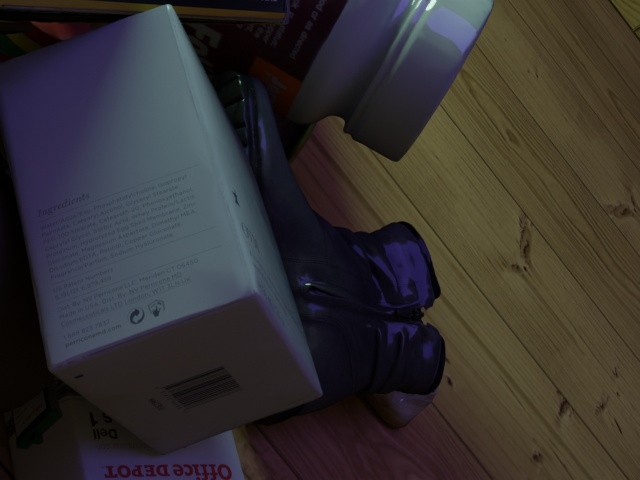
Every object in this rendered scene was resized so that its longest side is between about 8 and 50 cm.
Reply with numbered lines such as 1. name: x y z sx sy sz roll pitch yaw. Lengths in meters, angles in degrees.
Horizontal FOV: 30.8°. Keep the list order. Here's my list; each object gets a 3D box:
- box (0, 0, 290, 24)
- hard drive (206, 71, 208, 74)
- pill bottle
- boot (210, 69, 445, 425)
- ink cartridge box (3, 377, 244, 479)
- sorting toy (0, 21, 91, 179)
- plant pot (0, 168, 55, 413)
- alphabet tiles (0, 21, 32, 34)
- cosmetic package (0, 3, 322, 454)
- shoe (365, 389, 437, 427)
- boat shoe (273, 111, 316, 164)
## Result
1. box: -0.216 -0.199 0.844 0.322 0.257 0.079 -13 109 -57
2. hard drive: -0.102 -0.337 1.347 0.237 0.064 0.339 -4 59 -18
3. pill bottle: -0.045 -0.254 1.141 0.392 0.224 0.224 30 37 -2
4. boot: 0.000 0.000 1.133 0.222 0.118 0.338 -10 93 -35
5. ink cartridge box: -0.165 0.123 0.932 0.160 0.092 0.219 9 53 -46
6. sorting toy: -0.240 -0.123 1.061 0.255 0.089 0.257 38 37 -22
7. plant pot: -0.286 0.019 0.777 0.229 0.263 0.263 35 35 -56
8. alphabet tiles: -0.342 -0.156 0.842 0.237 0.198 0.009 -5 99 -31
9. cosmetic package: -0.108 0.001 0.814 0.224 0.138 0.225 66 4 -65
10. shoe: 0.035 0.106 1.219 0.219 0.058 0.076 44 35 -14
11. boat shoe: -0.076 -0.106 1.241 0.104 0.089 0.285 48 34 -10
